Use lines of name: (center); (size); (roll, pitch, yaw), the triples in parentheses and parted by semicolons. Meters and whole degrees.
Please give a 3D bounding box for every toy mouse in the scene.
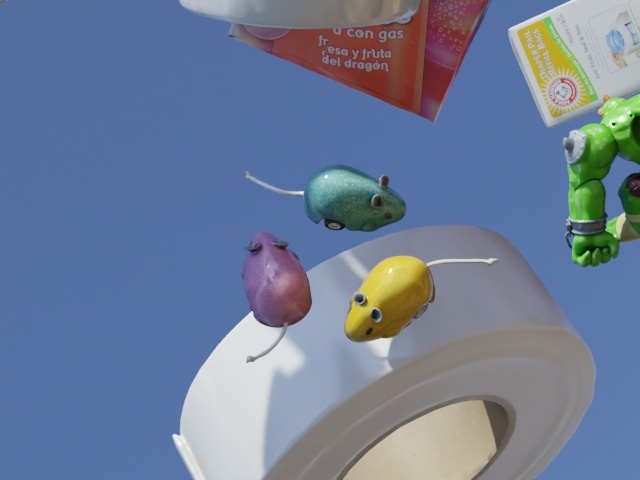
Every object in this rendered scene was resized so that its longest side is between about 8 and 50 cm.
toy mouse: (0.000, 0.000, 1.026); (0.161, 0.143, 0.031); (-35, -22, -15)

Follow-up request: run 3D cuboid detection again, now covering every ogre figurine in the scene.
ogre figurine: (0.286, -0.071, 1.478); (0.197, 0.097, 0.118); (-23, -67, 6)

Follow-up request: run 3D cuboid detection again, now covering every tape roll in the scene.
tape roll: (0.047, 0.121, 1.207); (0.286, 0.100, 0.286); (-22, -34, -16)

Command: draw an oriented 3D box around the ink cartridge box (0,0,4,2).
ink cartridge box: (-0.216, -0.177, 0.730); (0.128, 0.127, 0.176); (-30, -35, -24)

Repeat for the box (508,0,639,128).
box: (0.295, -0.192, 1.621); (0.203, 0.103, 0.114); (-23, 0, 19)

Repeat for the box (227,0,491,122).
box: (0.065, -0.226, 1.127); (0.142, 0.300, 0.154); (23, -57, 2)

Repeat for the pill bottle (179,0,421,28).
pill bottle: (-0.004, -0.193, 0.668); (0.119, 0.119, 0.208); (-7, -71, -25)
